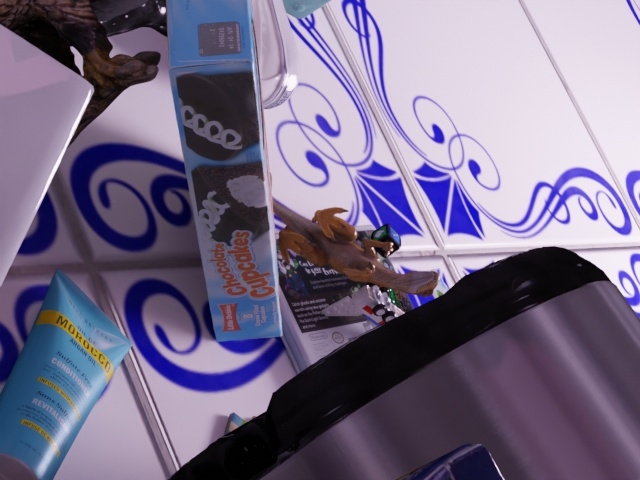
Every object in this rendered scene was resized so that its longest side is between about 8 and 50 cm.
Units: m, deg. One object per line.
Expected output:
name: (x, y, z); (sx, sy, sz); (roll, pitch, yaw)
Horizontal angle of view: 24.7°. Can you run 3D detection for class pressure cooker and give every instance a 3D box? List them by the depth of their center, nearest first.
pressure cooker: (0.131, 0.264, 0.929); (0.420, 0.375, 0.370); (57, 16, 16)

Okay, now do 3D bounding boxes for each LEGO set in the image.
LEGO set: (0.098, 0.103, 1.328); (0.244, 0.060, 0.182); (58, 21, 2)

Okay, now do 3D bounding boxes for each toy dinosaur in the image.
toy dinosaur: (0.000, 0.000, 1.257); (0.211, 0.064, 0.112); (33, -1, 24)

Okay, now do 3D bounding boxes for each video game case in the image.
video game case: (0.025, 0.069, 1.307); (0.190, 0.022, 0.173); (-6, 66, -53)

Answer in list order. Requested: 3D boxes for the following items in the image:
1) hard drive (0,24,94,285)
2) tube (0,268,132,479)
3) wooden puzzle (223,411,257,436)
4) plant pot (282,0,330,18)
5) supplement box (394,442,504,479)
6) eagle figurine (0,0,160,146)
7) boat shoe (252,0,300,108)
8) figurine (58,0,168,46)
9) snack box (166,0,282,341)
hard drive: (-0.276, -0.005, 0.821); (0.203, 0.040, 0.307); (33, 70, -31)
tube: (-0.182, 0.101, 0.991); (0.080, 0.052, 0.207); (53, 25, -20)
wooden puzzle: (-0.056, 0.164, 1.128); (0.049, 0.006, 0.083); (41, 35, -21)
plant pot: (-0.028, -0.364, 1.512); (0.166, 0.165, 0.234); (24, 52, -39)
supplement box: (-0.049, 0.275, 0.706); (0.194, 0.356, 0.195); (-19, 76, -56)
eagle figurine: (-0.245, -0.191, 0.975); (0.298, 0.226, 0.225); (45, -7, -13)
boat shoe: (-0.101, -0.247, 1.374); (0.088, 0.096, 0.267); (8, 63, -55)
figurine: (-0.186, -0.258, 1.255); (0.209, 0.092, 0.215); (-1, 61, -48)
snack box: (-0.072, -0.088, 1.104); (0.322, 0.060, 0.187); (87, -3, -53)
